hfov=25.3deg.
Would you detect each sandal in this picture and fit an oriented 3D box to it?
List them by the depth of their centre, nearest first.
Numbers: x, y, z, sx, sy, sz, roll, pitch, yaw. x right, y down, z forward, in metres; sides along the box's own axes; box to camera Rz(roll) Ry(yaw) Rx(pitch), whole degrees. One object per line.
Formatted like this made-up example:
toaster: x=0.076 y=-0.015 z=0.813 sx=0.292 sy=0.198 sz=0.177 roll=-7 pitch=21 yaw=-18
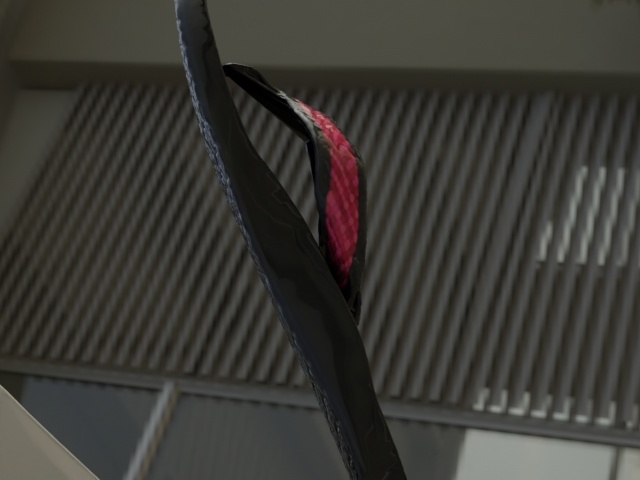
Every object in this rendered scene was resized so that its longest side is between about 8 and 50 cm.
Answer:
sandal: x=0.000 y=0.000 z=0.413 sx=0.067 sy=0.040 sz=0.179 roll=78 pitch=169 yaw=-71

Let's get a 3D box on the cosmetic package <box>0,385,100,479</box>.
cosmetic package: x=-0.065 y=0.166 z=0.483 sx=0.099 sy=0.239 sz=0.060 roll=-44 pitch=-6 yaw=-37
